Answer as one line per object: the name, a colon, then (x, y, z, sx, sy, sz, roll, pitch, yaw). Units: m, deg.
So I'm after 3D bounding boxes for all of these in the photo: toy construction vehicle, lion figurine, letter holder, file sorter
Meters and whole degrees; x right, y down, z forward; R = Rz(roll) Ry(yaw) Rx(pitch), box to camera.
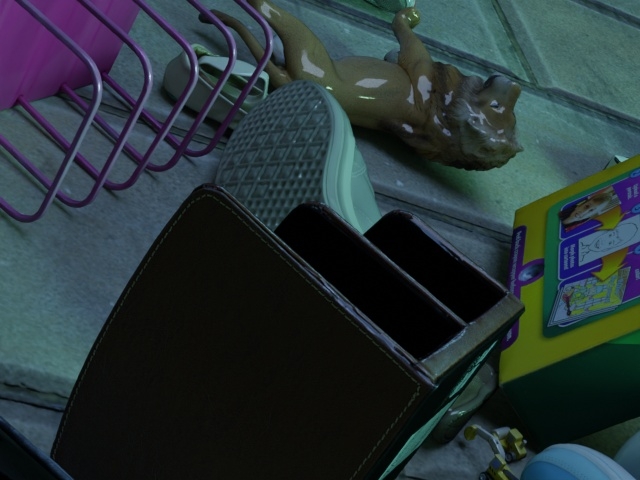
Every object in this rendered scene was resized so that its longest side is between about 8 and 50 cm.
toy construction vehicle: (0.190, 0.213, 1.236, 0.086, 0.035, 0.098, -1, 45, -42)
lion figurine: (0.053, -0.192, 1.609, 0.392, 0.142, 0.240, 1, 49, -19)
letter holder: (-0.039, 0.107, 0.931, 0.214, 0.302, 0.152, 41, 33, 14)
file sorter: (-0.211, -0.162, 1.247, 0.182, 0.202, 0.291, 42, 33, 12)

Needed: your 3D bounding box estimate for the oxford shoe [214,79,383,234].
oxford shoe: (0.000, 0.000, 1.272, 0.130, 0.169, 0.449, 41, 19, -37)

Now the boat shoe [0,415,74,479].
boat shoe: (-0.275, 0.132, 0.883, 0.301, 0.102, 0.108, 38, 32, 9)

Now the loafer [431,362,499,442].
loafer: (0.131, 0.152, 1.256, 0.050, 0.056, 0.148, 40, 23, 13)

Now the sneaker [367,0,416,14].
sneaker: (0.037, -0.391, 1.905, 0.225, 0.088, 0.092, 28, 52, -6)

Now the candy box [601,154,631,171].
candy box: (0.492, -0.009, 1.765, 0.159, 0.071, 0.233, 6, 41, -37)

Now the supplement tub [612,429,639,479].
supplement tub: (0.437, 0.233, 1.260, 0.338, 0.207, 0.207, -13, 53, -50)

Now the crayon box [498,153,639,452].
crayon box: (0.356, 0.028, 1.363, 0.106, 0.313, 0.363, 56, 25, -21)

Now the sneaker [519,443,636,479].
sneaker: (0.190, 0.288, 1.048, 0.208, 0.127, 0.319, 13, 37, -30)

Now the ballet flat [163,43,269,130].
ballet flat: (-0.061, -0.145, 1.467, 0.248, 0.086, 0.086, 29, 32, -6)
